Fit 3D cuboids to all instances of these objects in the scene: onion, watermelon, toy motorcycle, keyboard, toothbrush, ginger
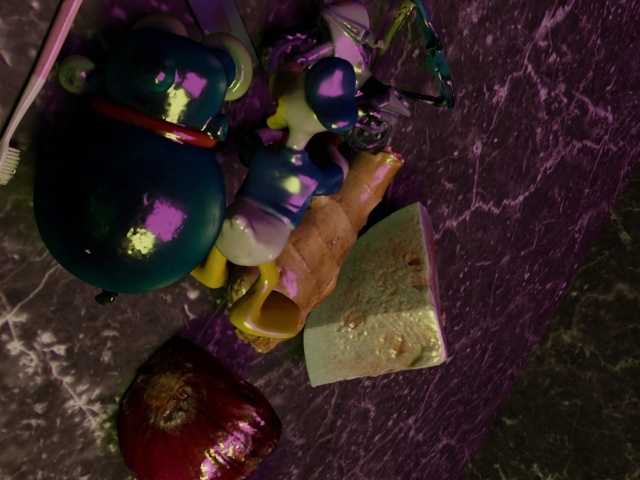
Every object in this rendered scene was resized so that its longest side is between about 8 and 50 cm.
[{"bbox_3d":[-0.182,0.292,1.033,0.206,0.207,0.216,-50,139,-19],"label":"onion"},{"bbox_3d":[0.139,0.135,1.272,0.387,0.258,0.228,-57,144,2],"label":"watermelon"},{"bbox_3d":[0.042,-0.234,0.984,0.159,0.106,0.270,-46,136,14],"label":"toy motorcycle"},{"bbox_3d":[-0.124,-0.268,0.852,0.055,0.014,0.176,-47,144,-17],"label":"keyboard"},{"bbox_3d":[-0.277,-0.187,0.712,0.025,0.020,0.286,16,102,-58],"label":"toothbrush"},{"bbox_3d":[0.009,0.019,1.102,0.375,0.166,0.236,-33,125,-17],"label":"ginger"}]

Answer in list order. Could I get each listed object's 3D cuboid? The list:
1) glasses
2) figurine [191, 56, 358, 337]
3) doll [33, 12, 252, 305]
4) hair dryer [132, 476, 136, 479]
[{"bbox_3d":[0.139,-0.258,1.119,0.207,0.102,0.239,-53,146,-11],"label":"glasses"},{"bbox_3d":[-0.025,-0.088,0.883,0.338,0.204,0.283,-59,180,40],"label":"figurine"},{"bbox_3d":[-0.192,-0.081,0.741,0.186,0.198,0.322,-73,176,-79],"label":"doll"},{"bbox_3d":[-0.268,0.409,1.147,0.082,0.047,0.137,-52,140,-10],"label":"hair dryer"}]
